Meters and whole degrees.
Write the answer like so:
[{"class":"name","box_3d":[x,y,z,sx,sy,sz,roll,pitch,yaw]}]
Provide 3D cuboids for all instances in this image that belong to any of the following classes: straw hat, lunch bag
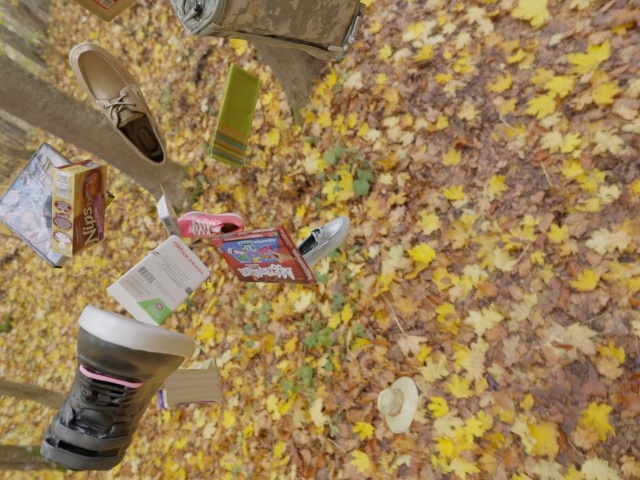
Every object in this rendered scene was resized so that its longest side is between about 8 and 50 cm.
[{"class":"straw hat","box_3d":[0.181,0.413,1.090,0.144,0.061,0.144,-52,26,40]},{"class":"lunch bag","box_3d":[-0.080,-0.417,0.632,0.213,0.305,0.255,1,102,44]}]

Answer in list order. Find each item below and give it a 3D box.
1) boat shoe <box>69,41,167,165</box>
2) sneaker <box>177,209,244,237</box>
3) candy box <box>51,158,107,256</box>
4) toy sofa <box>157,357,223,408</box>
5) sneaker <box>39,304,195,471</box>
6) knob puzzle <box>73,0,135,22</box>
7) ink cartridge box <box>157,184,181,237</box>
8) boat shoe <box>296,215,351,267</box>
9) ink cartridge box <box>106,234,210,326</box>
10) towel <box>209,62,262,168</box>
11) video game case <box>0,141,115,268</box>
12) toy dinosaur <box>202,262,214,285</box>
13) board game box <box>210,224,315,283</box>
[{"class":"boat shoe","box_3d":[-0.509,-0.348,1.117,0.122,0.341,0.110,-35,43,-7]},{"class":"sneaker","box_3d":[-0.478,-0.066,1.839,0.314,0.115,0.136,-6,18,-21]},{"class":"candy box","box_3d":[-0.513,-0.070,0.906,0.053,0.186,0.109,15,21,3]},{"class":"toy sofa","box_3d":[-0.515,0.521,1.520,0.150,0.362,0.177,-24,67,13]},{"class":"sneaker","box_3d":[-0.209,0.159,0.426,0.296,0.105,0.146,-42,27,59]},{"class":"knob puzzle","box_3d":[-0.387,-0.506,0.774,0.213,0.213,0.029,-30,83,13]},{"class":"ink cartridge box","box_3d":[-0.616,-0.113,1.702,0.045,0.145,0.179,-23,56,-11]},{"class":"boat shoe","box_3d":[-0.001,0.000,1.340,0.227,0.081,0.079,-44,49,2]},{"class":"ink cartridge box","box_3d":[-0.552,0.142,1.478,0.115,0.198,0.273,-26,18,43]},{"class":"towel","box_3d":[-0.207,-0.305,1.058,0.021,0.102,0.237,13,90,36]},{"class":"video game case","box_3d":[-0.743,-0.100,1.177,0.275,0.035,0.248,36,89,12]},{"class":"toy dinosaur","box_3d":[-0.482,0.137,1.777,0.090,0.047,0.082,-41,60,42]},{"class":"board game box","box_3d":[-0.145,0.040,1.009,0.281,0.145,0.027,-5,34,47]}]
